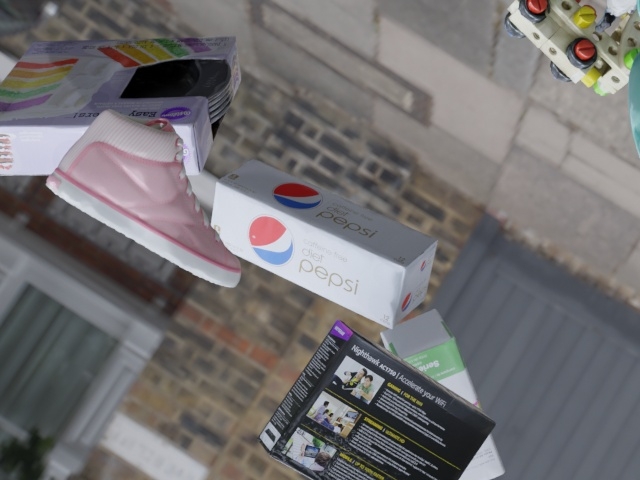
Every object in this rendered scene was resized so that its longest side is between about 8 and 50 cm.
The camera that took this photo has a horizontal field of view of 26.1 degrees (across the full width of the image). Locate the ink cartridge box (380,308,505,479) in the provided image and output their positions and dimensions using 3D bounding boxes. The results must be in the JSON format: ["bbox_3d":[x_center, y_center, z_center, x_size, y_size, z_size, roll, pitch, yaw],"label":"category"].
[{"bbox_3d":[0.169,0.223,1.915,0.154,0.093,0.212,-115,2,-77],"label":"ink cartridge box"}]

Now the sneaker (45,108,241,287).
[{"bbox_3d":[-0.086,-0.027,0.796,0.134,0.070,0.051,33,175,-31],"label":"sneaker"}]

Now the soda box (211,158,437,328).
[{"bbox_3d":[0.000,0.000,1.332,0.216,0.069,0.074,24,125,22],"label":"soda box"}]

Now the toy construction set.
[{"bbox_3d":[0.411,-0.358,2.180,0.327,0.215,0.151,38,154,13],"label":"toy construction set"}]

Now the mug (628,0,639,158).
[{"bbox_3d":[0.254,-0.082,0.828,0.097,0.129,0.158,-18,130,40],"label":"mug"}]

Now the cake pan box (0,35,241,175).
[{"bbox_3d":[-0.230,-0.153,1.548,0.266,0.246,0.070,1,122,10],"label":"cake pan box"}]

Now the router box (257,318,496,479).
[{"bbox_3d":[0.053,0.174,1.254,0.179,0.133,0.046,34,-178,-23],"label":"router box"}]

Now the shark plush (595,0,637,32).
[{"bbox_3d":[0.393,-0.304,1.701,0.073,0.067,0.161,43,139,21],"label":"shark plush"}]
